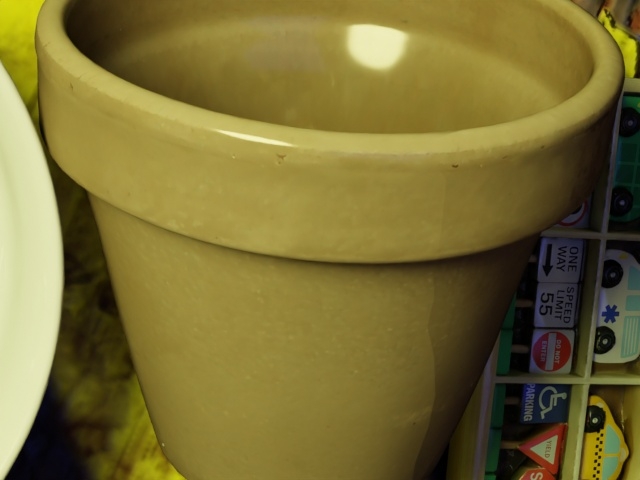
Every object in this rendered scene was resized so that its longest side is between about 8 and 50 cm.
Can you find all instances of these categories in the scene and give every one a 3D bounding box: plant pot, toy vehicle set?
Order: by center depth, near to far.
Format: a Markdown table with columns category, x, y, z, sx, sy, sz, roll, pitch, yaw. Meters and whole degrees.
| category | x | y | z | sx | sy | sz | roll | pitch | yaw |
| --- | --- | --- | --- | --- | --- | --- | --- | --- | --- |
| plant pot | 0.000 | 0.000 | 0.746 | 0.263 | 0.263 | 0.229 | -7 | 120 | -18 |
| toy vehicle set | 0.166 | 0.037 | 0.905 | 0.166 | 0.035 | 0.267 | 2 | 100 | -20 |

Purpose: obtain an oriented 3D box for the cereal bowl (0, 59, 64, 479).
| category | x | y | z | sx | sy | sz | roll | pitch | yaw |
| --- | --- | --- | --- | --- | --- | --- | --- | --- | --- |
| cereal bowl | -0.287 | 0.008 | 0.680 | 0.339 | 0.141 | 0.339 | -4 | 102 | -19 |
